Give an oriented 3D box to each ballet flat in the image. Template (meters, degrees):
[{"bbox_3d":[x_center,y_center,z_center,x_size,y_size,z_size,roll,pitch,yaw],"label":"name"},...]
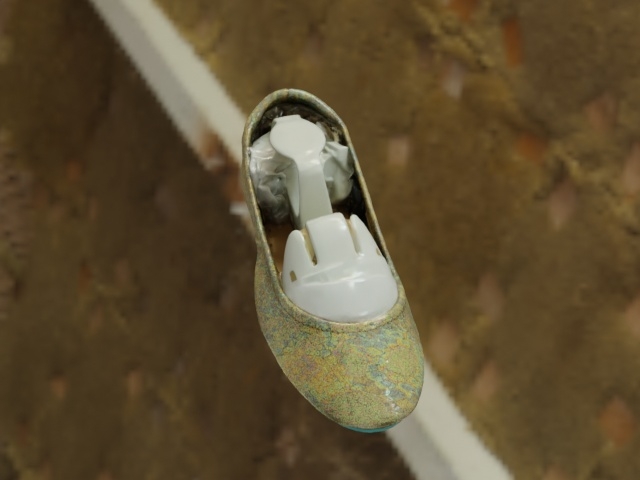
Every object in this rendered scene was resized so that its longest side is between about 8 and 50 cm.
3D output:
[{"bbox_3d":[0.000,0.000,1.517,0.348,0.123,0.123,-108,-145,-48],"label":"ballet flat"}]
